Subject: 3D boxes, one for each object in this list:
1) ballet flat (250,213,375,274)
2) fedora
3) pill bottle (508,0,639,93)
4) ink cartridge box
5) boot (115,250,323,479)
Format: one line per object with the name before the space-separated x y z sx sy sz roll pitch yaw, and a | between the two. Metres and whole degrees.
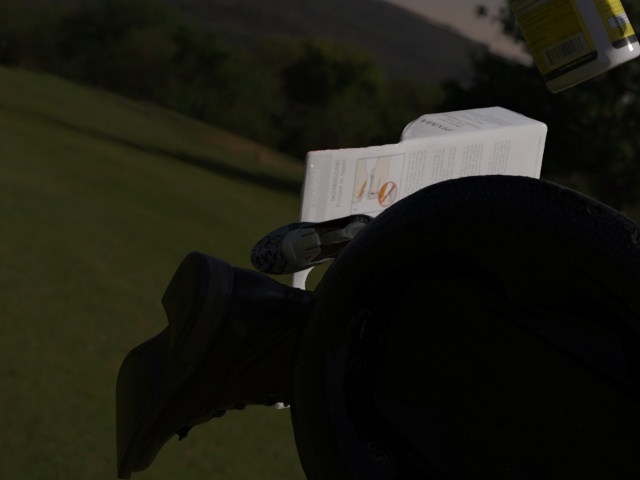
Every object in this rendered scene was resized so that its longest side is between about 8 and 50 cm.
ballet flat | 0.000 0.000 1.258 0.114 0.041 0.041 -12 18 -23
fedora | 0.149 0.117 1.090 0.334 0.334 0.152 23 8 23
pill bottle | 0.152 -0.158 0.998 0.065 0.116 0.065 -23 1 0
ink cartridge box | 0.090 0.014 1.840 0.385 0.308 0.091 -9 24 -39
boot | -0.032 0.118 1.256 0.229 0.263 0.091 13 43 -23
